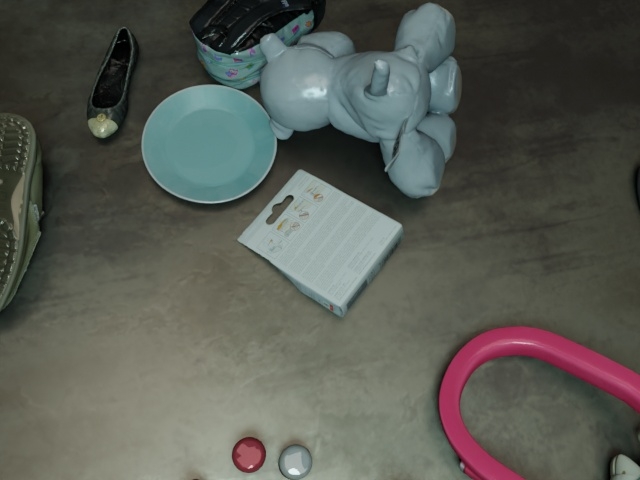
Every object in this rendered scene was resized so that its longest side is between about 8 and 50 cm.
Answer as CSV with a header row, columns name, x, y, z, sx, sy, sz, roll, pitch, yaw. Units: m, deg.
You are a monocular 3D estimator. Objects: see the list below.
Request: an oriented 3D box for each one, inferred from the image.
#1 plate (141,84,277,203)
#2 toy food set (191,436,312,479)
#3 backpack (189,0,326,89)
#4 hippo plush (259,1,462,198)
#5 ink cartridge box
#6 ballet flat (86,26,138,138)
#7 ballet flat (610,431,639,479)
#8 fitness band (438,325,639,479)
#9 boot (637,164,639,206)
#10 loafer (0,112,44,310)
name,x,y,z,sx,sy,sz,roll,pitch,yaw
plate,-0.156,-0.135,0.913,0.188,0.024,0.188,2,70,-5
toy food set,-0.105,0.305,0.711,0.111,0.104,0.232,42,72,10
backpack,-0.097,-0.309,0.935,0.152,0.115,0.182,38,72,21
hippo plush,0.042,-0.174,0.870,0.236,0.234,0.294,6,36,27
ink cartridge box,0.000,0.000,0.879,0.179,0.045,0.145,30,70,26
ballet flat,-0.299,-0.225,0.919,0.057,0.049,0.173,6,69,-2
ballet flat,0.411,0.282,0.791,0.247,0.083,0.087,-33,52,-16
fitness band,0.283,0.223,0.767,0.290,0.054,0.209,27,65,25
boot,0.534,-0.044,0.804,0.096,0.280,0.264,-7,71,-8
loafer,-0.400,-0.022,0.817,0.101,0.092,0.269,13,85,2
